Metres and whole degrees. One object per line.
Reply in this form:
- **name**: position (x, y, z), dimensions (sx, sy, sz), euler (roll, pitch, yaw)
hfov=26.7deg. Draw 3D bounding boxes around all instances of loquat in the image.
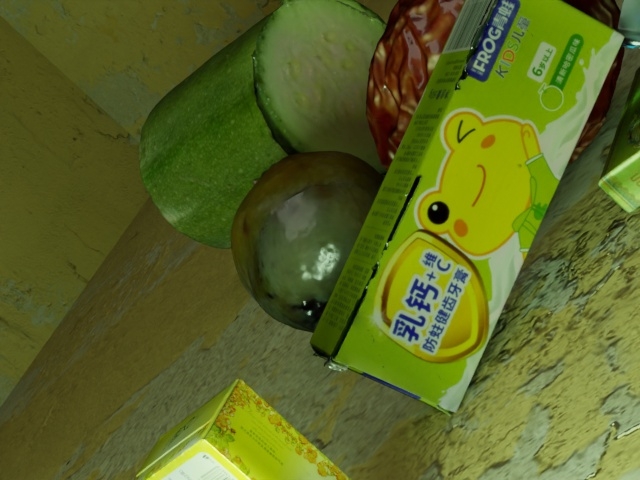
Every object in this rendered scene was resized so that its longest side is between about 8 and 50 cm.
- **loquat**: position (0.000, 0.000, 1.341), dimensions (0.179, 0.179, 0.227), euler (-47, 20, 0)

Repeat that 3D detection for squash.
- **squash**: position (-0.057, -0.151, 1.817), dimensions (0.263, 0.263, 0.384), euler (-54, 15, -29)

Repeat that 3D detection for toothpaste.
- **toothpaste**: position (0.110, -0.038, 1.024), dimensions (0.328, 0.110, 0.077), euler (-66, 15, -2)

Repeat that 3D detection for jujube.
- **jujube**: position (0.153, -0.141, 1.189), dimensions (0.213, 0.213, 0.232), euler (-56, -2, -36)

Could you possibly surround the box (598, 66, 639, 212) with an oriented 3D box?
- **box**: position (0.339, -0.151, 0.963), dimensions (0.311, 0.043, 0.173), euler (-37, 16, 41)

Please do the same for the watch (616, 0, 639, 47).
- **watch**: position (0.295, -0.306, 1.104), dimensions (0.276, 0.068, 0.275), euler (-42, -35, -69)

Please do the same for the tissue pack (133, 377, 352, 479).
- **tissue pack**: position (-0.025, 0.180, 0.845), dimensions (0.095, 0.176, 0.062), euler (-40, 13, 38)
